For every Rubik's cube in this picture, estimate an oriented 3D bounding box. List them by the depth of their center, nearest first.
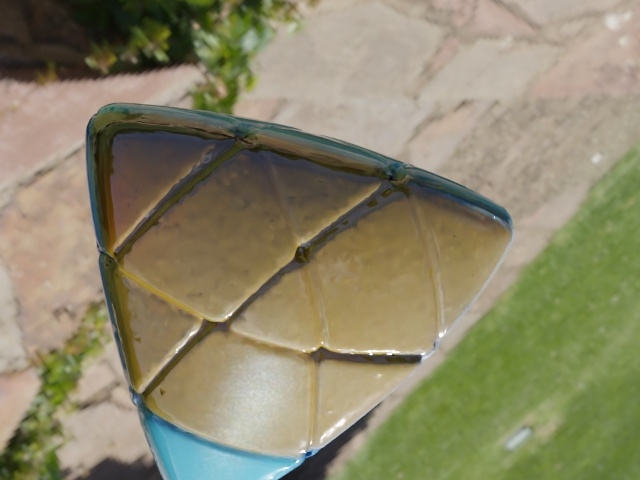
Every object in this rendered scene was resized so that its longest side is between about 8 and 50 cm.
[{"bbox_3d":[0.000,0.000,0.880,0.254,0.254,0.254,-30,151,-18],"label":"Rubik's cube"}]
